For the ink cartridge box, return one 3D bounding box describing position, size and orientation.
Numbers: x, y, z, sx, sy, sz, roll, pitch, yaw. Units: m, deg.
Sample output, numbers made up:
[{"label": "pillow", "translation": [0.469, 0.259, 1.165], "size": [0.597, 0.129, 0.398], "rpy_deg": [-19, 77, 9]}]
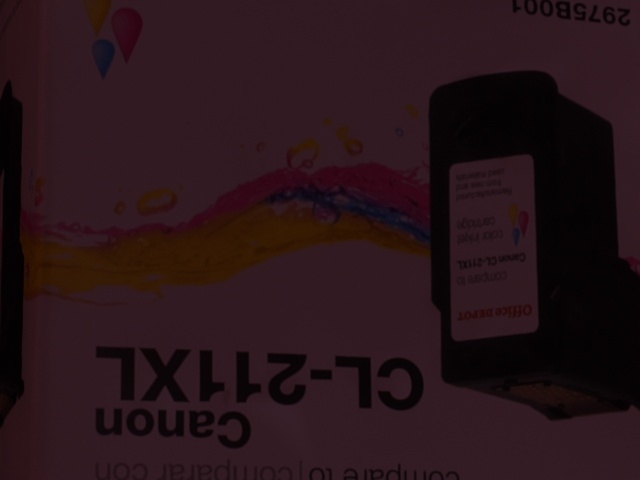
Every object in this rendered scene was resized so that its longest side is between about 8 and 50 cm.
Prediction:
[{"label": "ink cartridge box", "translation": [0.000, 0.000, 0.389], "size": [0.127, 0.175, 0.072], "rpy_deg": [3, 165, -18]}]
